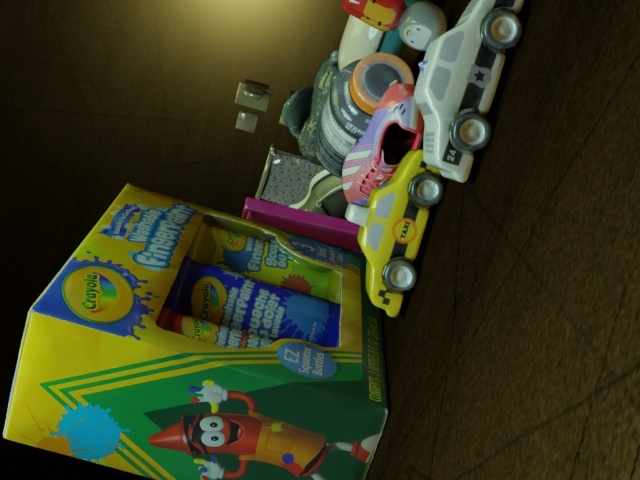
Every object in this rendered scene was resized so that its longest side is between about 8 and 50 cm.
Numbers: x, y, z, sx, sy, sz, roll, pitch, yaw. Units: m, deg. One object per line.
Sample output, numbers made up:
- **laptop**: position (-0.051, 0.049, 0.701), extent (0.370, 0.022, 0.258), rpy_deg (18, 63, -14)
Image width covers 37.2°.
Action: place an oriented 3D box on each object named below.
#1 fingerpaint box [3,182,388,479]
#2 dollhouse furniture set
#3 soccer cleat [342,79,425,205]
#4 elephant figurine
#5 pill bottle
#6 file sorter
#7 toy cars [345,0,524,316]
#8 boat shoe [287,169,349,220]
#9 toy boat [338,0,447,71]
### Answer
- **fingerpaint box**: position (-0.120, 0.107, 1.150), extent (0.445, 0.370, 0.163), rpy_deg (-83, 10, -71)
- **dollhouse furniture set**: position (-0.090, -0.162, 2.245), extent (0.174, 0.303, 0.356), rpy_deg (-88, 14, -70)
- **soccer cleat**: position (0.084, -0.107, 1.294), extent (0.248, 0.083, 0.095), rpy_deg (115, 166, -48)
- **elephant figurine**: position (0.016, -0.207, 1.728), extent (0.239, 0.186, 0.169), rpy_deg (-53, 19, 9)
- **pill bottle**: position (0.069, -0.186, 1.411), extent (0.246, 0.130, 0.131), rpy_deg (121, 165, -72)
- **file sorter**: position (-0.052, 0.076, 1.551), extent (0.291, 0.202, 0.182), rpy_deg (120, 162, -73)
- **toy cars**: position (0.096, -0.087, 0.958), extent (0.394, 0.087, 0.177), rpy_deg (111, 174, -46)
- **boat shoe**: position (0.011, -0.042, 1.670), extent (0.305, 0.109, 0.091), rpy_deg (-39, 45, 53)
- **toy boat**: position (0.118, -0.336, 1.431), extent (0.318, 0.148, 0.268), rpy_deg (-60, -7, -75)
